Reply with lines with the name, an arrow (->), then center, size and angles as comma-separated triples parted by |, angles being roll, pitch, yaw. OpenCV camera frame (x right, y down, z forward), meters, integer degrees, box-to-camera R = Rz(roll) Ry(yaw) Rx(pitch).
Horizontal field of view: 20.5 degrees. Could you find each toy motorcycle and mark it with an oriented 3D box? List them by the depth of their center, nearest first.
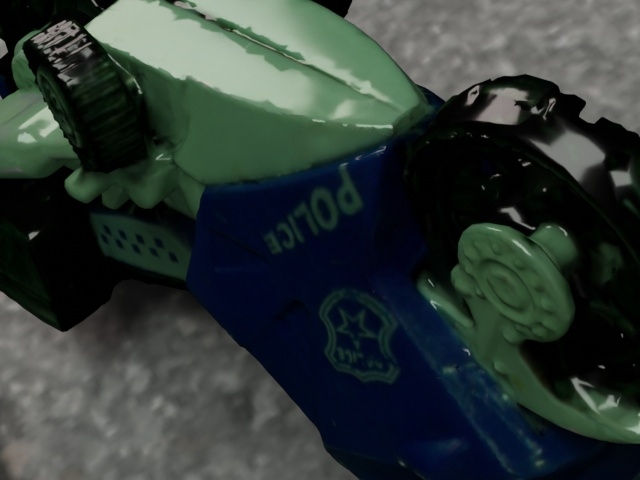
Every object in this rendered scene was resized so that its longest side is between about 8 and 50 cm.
toy motorcycle -> 0.000, 0.000, 0.587 | 0.125, 0.196, 0.331 | -38, 40, -26
